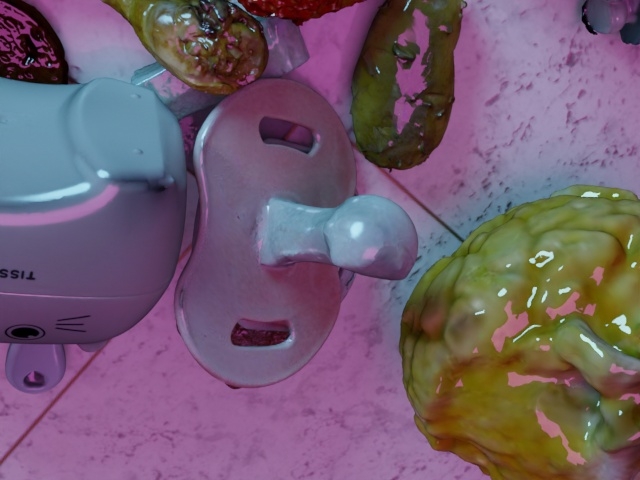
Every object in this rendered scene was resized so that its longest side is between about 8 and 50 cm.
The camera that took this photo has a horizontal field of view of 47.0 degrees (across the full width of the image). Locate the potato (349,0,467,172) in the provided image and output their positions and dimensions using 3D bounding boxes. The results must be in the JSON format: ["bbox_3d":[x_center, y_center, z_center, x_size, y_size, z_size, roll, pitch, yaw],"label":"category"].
[{"bbox_3d":[0.097,-0.184,0.815,0.117,0.090,0.226,5,113,-13],"label":"potato"}]

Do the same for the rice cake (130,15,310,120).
[{"bbox_3d":[-0.111,-0.182,0.791,0.206,0.063,0.069,-26,119,2],"label":"rice cake"}]

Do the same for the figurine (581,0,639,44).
[{"bbox_3d":[0.424,-0.274,0.836,0.245,0.110,0.138,-6,124,-5],"label":"figurine"}]

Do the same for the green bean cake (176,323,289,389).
[{"bbox_3d":[-0.096,0.103,0.923,0.135,0.056,0.135,-34,117,5],"label":"green bean cake"}]

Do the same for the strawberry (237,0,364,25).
[{"bbox_3d":[-0.009,-0.292,0.740,0.228,0.174,0.098,-23,151,-37],"label":"strawberry"}]

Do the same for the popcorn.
[{"bbox_3d":[0.298,0.120,0.869,0.389,0.354,0.344,6,146,31],"label":"popcorn"}]

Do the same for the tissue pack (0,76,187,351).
[{"bbox_3d":[-0.301,-0.030,0.685,0.332,0.229,0.236,8,126,-21],"label":"tissue pack"}]

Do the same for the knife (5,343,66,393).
[{"bbox_3d":[-0.304,0.035,0.860,0.080,0.044,0.332,10,110,-23],"label":"knife"}]

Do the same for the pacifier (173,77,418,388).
[{"bbox_3d":[-0.033,-0.004,0.775,0.220,0.273,0.333,8,89,-10],"label":"pacifier"}]

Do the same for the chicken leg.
[{"bbox_3d":[-0.164,-0.223,0.711,0.251,0.107,0.087,32,98,9],"label":"chicken leg"}]

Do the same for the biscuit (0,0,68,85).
[{"bbox_3d":[-0.358,-0.170,0.756,0.191,0.049,0.192,-8,115,-16],"label":"biscuit"}]
